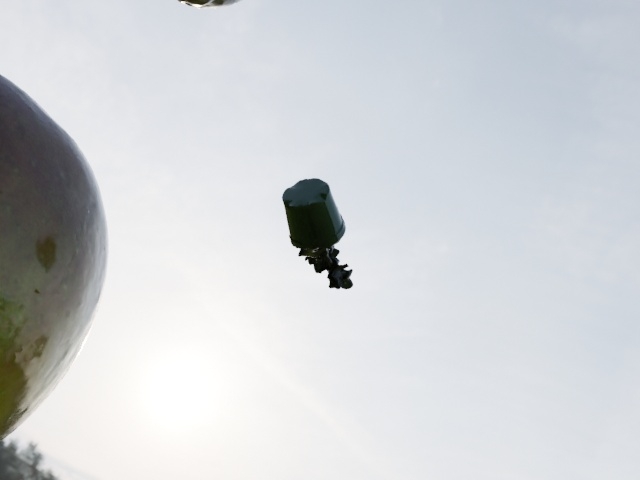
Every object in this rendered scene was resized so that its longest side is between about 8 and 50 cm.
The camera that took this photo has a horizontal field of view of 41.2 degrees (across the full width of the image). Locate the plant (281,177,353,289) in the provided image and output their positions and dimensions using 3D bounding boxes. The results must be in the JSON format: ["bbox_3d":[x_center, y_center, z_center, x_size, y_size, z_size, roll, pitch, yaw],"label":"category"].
[{"bbox_3d":[0.000,0.000,0.710,0.051,0.051,0.102,6,-50,30],"label":"plant"}]

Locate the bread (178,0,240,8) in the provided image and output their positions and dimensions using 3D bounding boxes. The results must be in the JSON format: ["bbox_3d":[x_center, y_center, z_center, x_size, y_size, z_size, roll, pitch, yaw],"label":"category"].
[{"bbox_3d":[-0.065,-0.190,0.533,0.060,0.113,0.082,38,-53,13],"label":"bread"}]

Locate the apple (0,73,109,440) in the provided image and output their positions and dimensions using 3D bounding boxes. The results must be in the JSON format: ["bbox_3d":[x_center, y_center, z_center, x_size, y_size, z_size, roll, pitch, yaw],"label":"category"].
[{"bbox_3d":[-0.382,0.016,0.714,0.384,0.374,0.374,28,-34,-8],"label":"apple"}]
